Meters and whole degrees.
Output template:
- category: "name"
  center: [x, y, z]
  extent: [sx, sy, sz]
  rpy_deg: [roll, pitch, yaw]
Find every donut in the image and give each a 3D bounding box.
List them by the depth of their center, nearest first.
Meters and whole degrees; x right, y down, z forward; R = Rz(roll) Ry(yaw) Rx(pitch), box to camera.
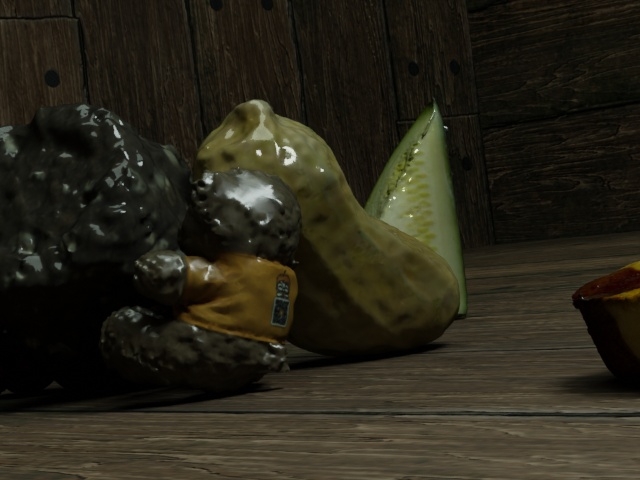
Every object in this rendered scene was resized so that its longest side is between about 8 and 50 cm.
- category: "donut"
  center: [0.258, 0.045, 1.085]
  extent: [0.166, 0.073, 0.184]
  rpy_deg: [-14, 1, -38]

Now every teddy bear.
- category: "teddy bear"
  center: [-0.077, 0.033, 1.361]
  extent: [0.140, 0.190, 0.177]
  rpy_deg: [13, 3, 36]

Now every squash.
- category: "squash"
  center: [0.064, -0.027, 1.856]
  extent: [0.169, 0.252, 0.093]
  rpy_deg: [-7, -1, -18]

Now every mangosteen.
- category: "mangosteen"
  center: [-0.291, 0.110, 1.585]
  extent: [0.081, 0.081, 0.081]
  rpy_deg: [-7, 1, 0]

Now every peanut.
- category: "peanut"
  center: [-0.003, 0.009, 1.503]
  extent: [0.159, 0.291, 0.143]
  rpy_deg: [-51, 22, -11]

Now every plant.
- category: "plant"
  center: [-0.188, 0.025, 1.537]
  extent: [0.213, 0.215, 0.312]
  rpy_deg: [-25, -32, 10]
